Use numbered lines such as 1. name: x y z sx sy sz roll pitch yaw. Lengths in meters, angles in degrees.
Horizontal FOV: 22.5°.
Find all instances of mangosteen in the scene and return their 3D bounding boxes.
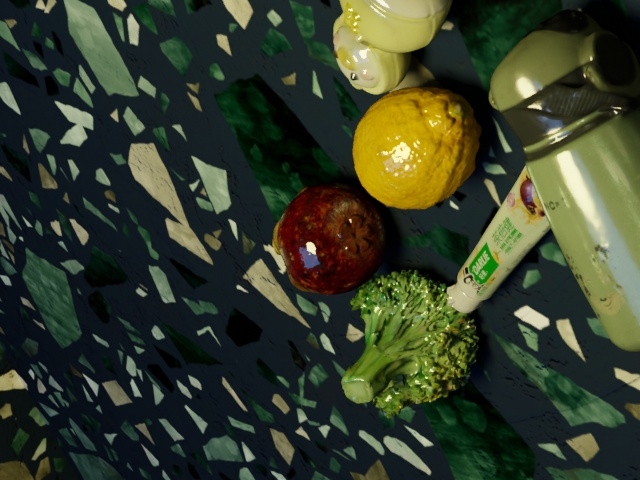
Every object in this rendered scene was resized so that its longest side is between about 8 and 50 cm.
1. mangosteen: 0.010 0.005 2.139 0.145 0.156 0.181 33 154 -1

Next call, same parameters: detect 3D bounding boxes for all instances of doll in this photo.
1. doll: 0.067 -0.249 1.809 0.141 0.117 0.296 47 150 14

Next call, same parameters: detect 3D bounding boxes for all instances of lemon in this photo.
1. lemon: 0.113 -0.110 1.874 0.142 0.142 0.187 50 144 2

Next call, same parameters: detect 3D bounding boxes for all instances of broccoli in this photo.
1. broccoli: 0.097 0.150 2.124 0.194 0.194 0.220 32 139 31

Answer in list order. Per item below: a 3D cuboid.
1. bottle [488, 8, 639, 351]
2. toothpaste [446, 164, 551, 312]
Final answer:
1. bottle: 0.298 -0.067 1.649 0.347 0.168 0.168 60 149 -6
2. toothpaste: 0.228 -0.003 1.927 0.058 0.056 0.314 12 146 -11
